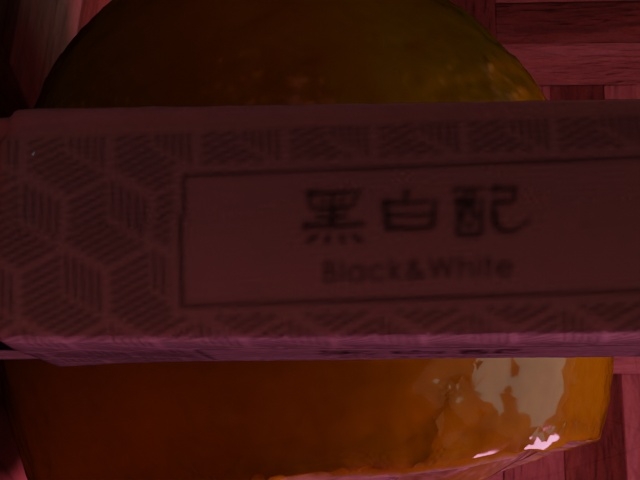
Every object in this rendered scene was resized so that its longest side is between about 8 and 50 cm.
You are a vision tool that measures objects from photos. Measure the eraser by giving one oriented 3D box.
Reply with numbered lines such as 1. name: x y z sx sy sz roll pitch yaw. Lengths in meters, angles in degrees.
1. eraser: 0.000 0.000 0.591 0.098 0.404 0.096 62 26 -79

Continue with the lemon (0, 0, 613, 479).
1. lemon: -0.016 -0.005 0.818 0.364 0.364 0.364 0 90 -84
